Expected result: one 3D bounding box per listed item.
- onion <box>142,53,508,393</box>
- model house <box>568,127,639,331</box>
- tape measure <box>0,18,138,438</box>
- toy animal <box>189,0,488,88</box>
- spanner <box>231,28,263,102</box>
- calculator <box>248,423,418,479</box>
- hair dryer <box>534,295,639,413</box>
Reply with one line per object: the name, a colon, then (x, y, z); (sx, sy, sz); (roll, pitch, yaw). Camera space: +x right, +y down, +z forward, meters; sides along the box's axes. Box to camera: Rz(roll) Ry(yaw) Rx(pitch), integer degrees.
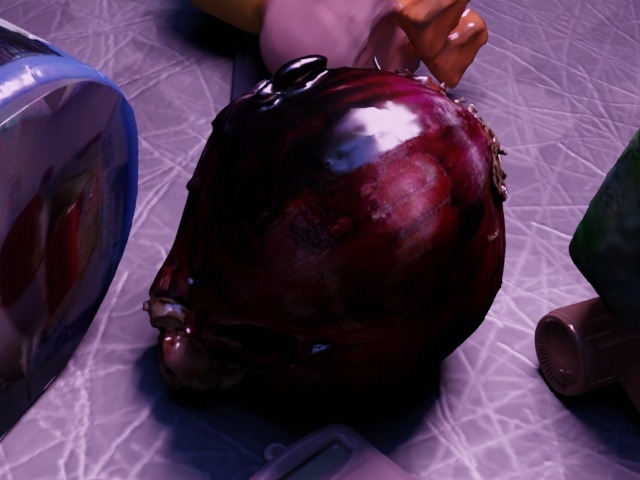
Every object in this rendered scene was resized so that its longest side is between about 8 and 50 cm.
onion: (0.018, -0.010, 1.025); (0.281, 0.281, 0.221); (-26, 86, -31)
model house: (0.409, -0.034, 0.977); (0.342, 0.382, 0.334); (43, 42, 14)
tape measure: (-0.234, -0.015, 0.990); (0.138, 0.259, 0.262); (24, 44, 17)
toy animal: (-0.007, -0.219, 1.317); (0.169, 0.195, 0.281); (-46, 69, 0)
spanner: (-0.059, -0.176, 1.373); (0.046, 0.012, 0.208); (4, 43, -5)
calculator: (0.027, 0.181, 0.984); (0.100, 0.032, 0.175); (-31, 55, -34)
hair dryer: (0.238, 0.111, 1.078); (0.117, 0.064, 0.182); (-13, 54, -23)
